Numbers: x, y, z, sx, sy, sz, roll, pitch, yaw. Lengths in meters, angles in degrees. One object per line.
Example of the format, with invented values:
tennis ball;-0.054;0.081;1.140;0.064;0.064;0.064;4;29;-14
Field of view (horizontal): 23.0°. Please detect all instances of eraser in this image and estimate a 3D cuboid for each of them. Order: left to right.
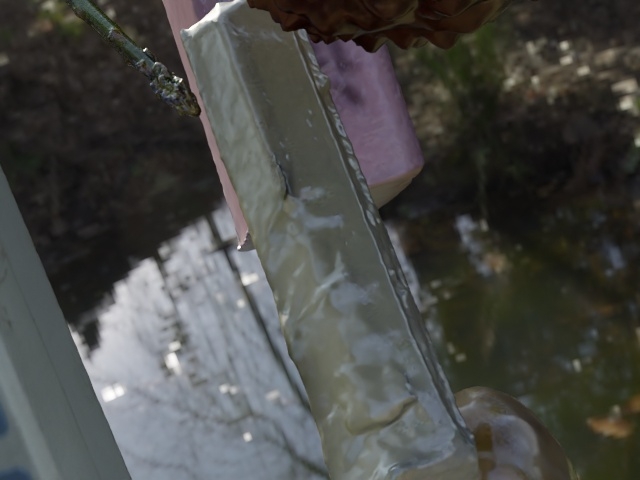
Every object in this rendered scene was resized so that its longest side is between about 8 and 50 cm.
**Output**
eraser;-0.049;-0.185;1.102;0.122;0.359;0.272;-16;-5;-7

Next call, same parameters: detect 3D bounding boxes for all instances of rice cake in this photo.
rice cake;0.000;0.000;0.669;0.057;0.052;0.256;-5;55;-24

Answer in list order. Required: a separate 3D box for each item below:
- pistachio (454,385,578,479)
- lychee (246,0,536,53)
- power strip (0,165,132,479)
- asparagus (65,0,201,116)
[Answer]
pistachio;0.078;0.190;0.806;0.138;0.238;0.153;6;11;37
lychee;0.015;-0.210;0.584;0.275;0.276;0.304;5;52;44
power strip;-0.138;0.013;0.470;0.106;0.367;0.043;-20;6;23
asparagus;-0.100;-0.100;0.701;0.013;0.016;0.166;-29;54;-22
